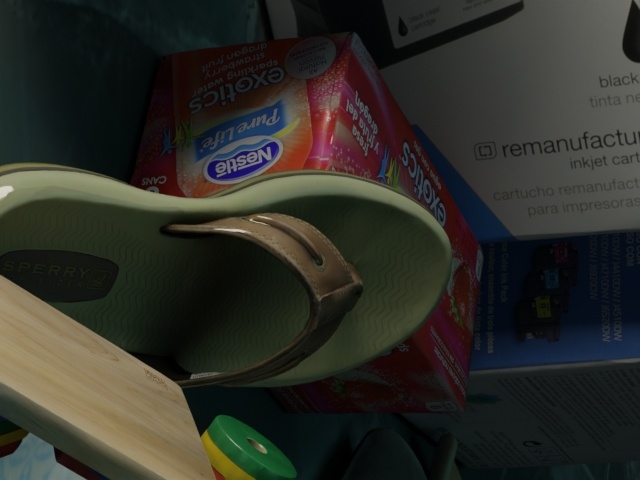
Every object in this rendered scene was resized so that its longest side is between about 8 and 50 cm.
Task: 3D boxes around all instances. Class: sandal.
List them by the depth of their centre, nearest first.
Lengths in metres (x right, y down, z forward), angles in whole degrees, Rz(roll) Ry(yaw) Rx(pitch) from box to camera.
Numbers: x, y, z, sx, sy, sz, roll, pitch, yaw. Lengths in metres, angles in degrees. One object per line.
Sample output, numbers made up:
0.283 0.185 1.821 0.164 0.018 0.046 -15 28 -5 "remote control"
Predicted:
-0.051 0.030 0.853 0.302 0.086 0.120 0 112 -40 "sandal"

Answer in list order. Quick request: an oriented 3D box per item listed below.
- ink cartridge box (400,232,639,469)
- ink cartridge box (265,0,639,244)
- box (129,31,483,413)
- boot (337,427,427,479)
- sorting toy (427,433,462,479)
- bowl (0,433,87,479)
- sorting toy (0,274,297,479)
0.261 0.068 1.334 0.270 0.395 0.151 43 47 -59 "ink cartridge box"
0.111 -0.207 1.174 0.166 0.285 0.395 -48 128 -60 "ink cartridge box"
0.000 0.000 1.071 0.257 0.128 0.123 55 38 -51 "box"
0.027 0.248 1.181 0.208 0.076 0.190 -44 128 -70 "boot"
0.094 0.286 1.367 0.193 0.038 0.208 -70 152 -45 "sorting toy"
-0.078 0.215 0.762 0.156 0.289 0.289 -53 156 7 "bowl"
-0.120 0.064 0.711 0.274 0.046 0.132 34 7 -21 "sorting toy"
